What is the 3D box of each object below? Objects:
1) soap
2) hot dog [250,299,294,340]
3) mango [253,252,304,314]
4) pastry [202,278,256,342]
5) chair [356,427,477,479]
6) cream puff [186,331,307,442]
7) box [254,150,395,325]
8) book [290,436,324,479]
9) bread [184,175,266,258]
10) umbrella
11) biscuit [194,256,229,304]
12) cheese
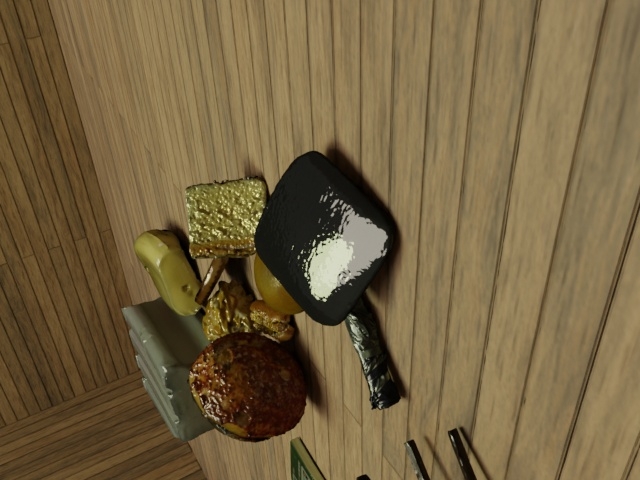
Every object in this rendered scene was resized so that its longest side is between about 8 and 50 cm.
[{"bbox_3d":[-0.418,0.380,2.067,0.435,0.213,0.350,34,137,55],"label":"soap"},{"bbox_3d":[-0.100,0.156,1.358,0.165,0.045,0.071,7,117,64],"label":"hot dog"},{"bbox_3d":[-0.044,0.025,1.060,0.136,0.099,0.227,51,142,38],"label":"mango"},{"bbox_3d":[-0.208,0.192,1.561,0.154,0.102,0.250,65,156,18],"label":"pastry"},{"bbox_3d":[0.152,0.416,0.835,0.319,0.186,0.160,66,153,14],"label":"chair"},{"bbox_3d":[-0.138,0.273,1.318,0.240,0.240,0.164,54,135,33],"label":"cream puff"},{"bbox_3d":[0.000,0.000,0.917,0.201,0.042,0.212,47,129,25],"label":"box"},{"bbox_3d":[0.003,0.601,1.533,0.264,0.027,0.202,50,151,39],"label":"book"},{"bbox_3d":[-0.163,-0.037,1.213,0.127,0.152,0.147,0,101,65],"label":"bread"},{"bbox_3d":[0.069,0.147,0.971,0.050,0.046,0.188,-28,78,64],"label":"umbrella"},{"bbox_3d":[-0.236,0.065,1.532,0.176,0.031,0.228,-61,8,13],"label":"biscuit"},{"bbox_3d":[-0.458,0.075,2.004,0.316,0.128,0.260,36,142,57],"label":"cheese"}]
